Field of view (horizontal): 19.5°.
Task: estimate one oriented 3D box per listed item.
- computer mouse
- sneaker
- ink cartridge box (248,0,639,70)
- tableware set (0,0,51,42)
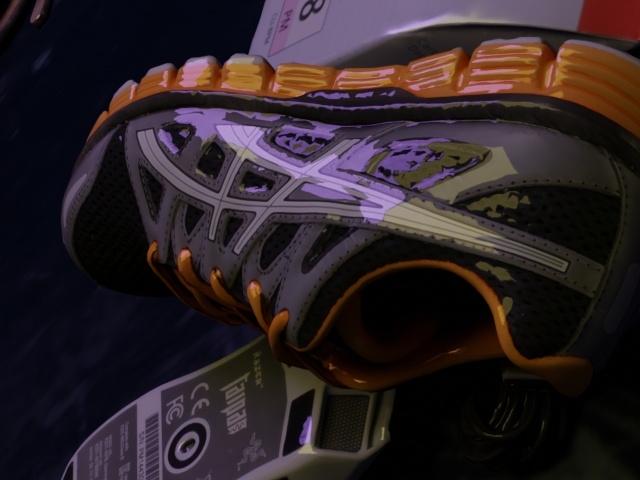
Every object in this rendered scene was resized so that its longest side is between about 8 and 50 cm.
[{"bbox_3d":[-0.003,0.056,0.571,0.193,0.042,0.106,-31,41,25],"label":"computer mouse"},{"bbox_3d":[0.000,0.000,0.512,0.215,0.084,0.083,-6,59,43],"label":"sneaker"},{"bbox_3d":[0.081,-0.138,0.638,0.232,0.066,0.189,-24,40,47],"label":"ink cartridge box"},{"bbox_3d":[-0.196,-0.172,1.082,0.128,0.039,0.194,-30,37,36],"label":"tableware set"}]
